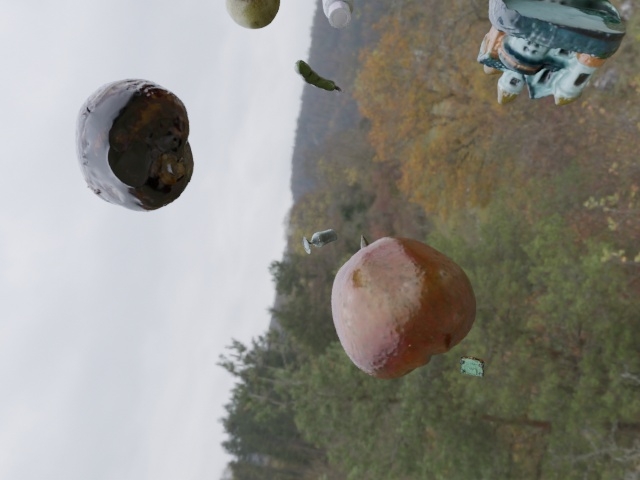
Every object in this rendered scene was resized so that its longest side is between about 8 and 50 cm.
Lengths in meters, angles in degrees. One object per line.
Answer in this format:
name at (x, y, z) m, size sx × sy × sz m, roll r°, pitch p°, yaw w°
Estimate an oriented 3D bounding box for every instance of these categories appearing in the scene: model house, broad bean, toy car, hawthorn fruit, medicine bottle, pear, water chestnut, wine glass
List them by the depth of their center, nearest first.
model house at (0.441, -0.376, 1.324) m, size 0.291 × 0.253 × 0.184 m, roll 106°, pitch 177°, yaw -54°
wine glass at (0.000, 0.000, 1.537) m, size 0.042 × 0.083 × 0.039 m, roll 66°, pitch 153°, yaw 11°
toy car at (0.382, 0.312, 1.606) m, size 0.122 × 0.059 × 0.035 m, roll 68°, pitch -145°, yaw -56°
water chestnut at (-0.491, -0.249, 1.646) m, size 0.335 × 0.347 × 0.335 m, roll -15°, pitch -69°, yaw -44°
hawthorn fruit at (0.206, 0.157, 1.737) m, size 0.403 × 0.403 × 0.402 m, roll 12°, pitch -90°, yaw -87°
broad bean at (-0.015, -0.463, 1.811) m, size 0.227 × 0.069 × 0.039 m, roll 10°, pitch -95°, yaw -54°
pear at (-0.205, -0.715, 1.909) m, size 0.136 × 0.167 × 0.167 m, roll 71°, pitch -151°, yaw -63°
medicine bottle at (0.051, -0.749, 1.959) m, size 0.095 × 0.095 × 0.260 m, roll 98°, pitch 171°, yaw -51°

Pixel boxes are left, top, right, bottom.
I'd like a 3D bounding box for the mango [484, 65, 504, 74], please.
mango at (0.562, -0.525, 1.838) m, size 0.085 × 0.184 × 0.102 m, roll -34°, pitch -62°, yaw -51°
